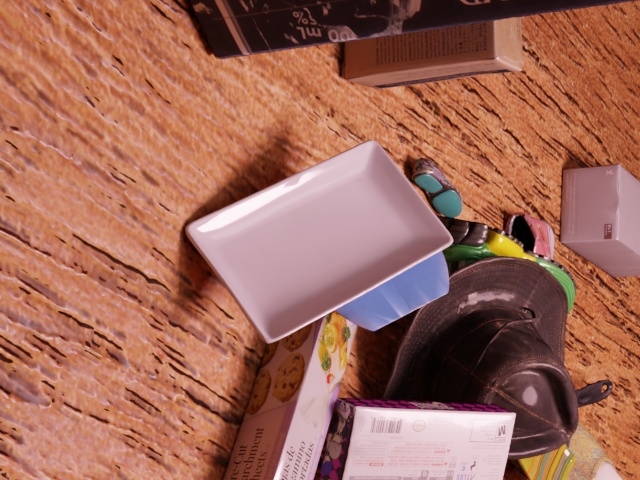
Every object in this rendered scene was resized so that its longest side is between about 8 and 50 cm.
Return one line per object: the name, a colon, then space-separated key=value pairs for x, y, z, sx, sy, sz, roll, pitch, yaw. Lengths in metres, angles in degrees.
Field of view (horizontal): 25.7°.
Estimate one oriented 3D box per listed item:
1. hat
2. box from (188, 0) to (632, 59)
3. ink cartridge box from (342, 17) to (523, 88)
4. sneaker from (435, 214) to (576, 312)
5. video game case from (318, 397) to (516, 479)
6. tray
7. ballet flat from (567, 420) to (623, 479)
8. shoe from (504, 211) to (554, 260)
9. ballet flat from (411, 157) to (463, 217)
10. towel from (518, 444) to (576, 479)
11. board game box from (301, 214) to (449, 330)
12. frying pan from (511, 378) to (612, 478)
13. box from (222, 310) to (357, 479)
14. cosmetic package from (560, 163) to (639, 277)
hat: x=0.227 y=0.180 z=1.664 sx=0.331 sy=0.134 sz=0.331 roll=-20 pitch=124 yaw=-33
box: x=0.059 y=-0.455 z=1.243 sx=0.297 sy=0.480 sz=0.471 roll=-59 pitch=134 yaw=-41
ink cartridge box: x=0.126 y=-0.302 z=1.607 sx=0.088 sy=0.193 sz=0.234 roll=7 pitch=81 yaw=-60
sneaker: x=0.217 y=0.073 z=1.804 sx=0.343 sy=0.134 sz=0.146 roll=23 pitch=83 yaw=-54
video game case: x=0.096 y=0.276 z=1.507 sx=0.232 sy=0.042 sz=0.210 roll=6 pitch=98 yaw=-36
tray: x=0.000 y=0.000 z=1.411 sx=0.270 sy=0.030 sz=0.145 roll=-27 pitch=75 yaw=-38
ballet flat: x=0.419 y=0.438 z=2.075 sx=0.123 sy=0.123 sz=0.348 roll=10 pitch=78 yaw=-58
shoe: x=0.295 y=0.049 z=1.973 sx=0.081 sy=0.064 sz=0.178 roll=22 pitch=62 yaw=-54
ballet flat: x=0.149 y=-0.071 z=1.769 sx=0.114 sy=0.041 sz=0.041 roll=44 pitch=51 yaw=-49
towel: x=0.285 y=0.254 z=1.890 sx=0.237 sy=0.021 sz=0.102 roll=60 pitch=42 yaw=-32
board game box: x=0.050 y=0.028 z=1.461 sx=0.169 sy=0.033 sz=0.133 roll=-24 pitch=72 yaw=-37
frying pan: x=0.332 y=0.217 z=2.015 sx=0.326 sy=0.053 sz=0.197 roll=-46 pitch=124 yaw=-51
box: x=-0.026 y=0.158 z=1.426 sx=0.063 sy=0.067 sz=0.324 roll=49 pitch=47 yaw=-40
cosmetic package: x=0.470 y=-0.027 z=2.230 sx=0.238 sy=0.107 sz=0.127 roll=27 pitch=64 yaw=-51
